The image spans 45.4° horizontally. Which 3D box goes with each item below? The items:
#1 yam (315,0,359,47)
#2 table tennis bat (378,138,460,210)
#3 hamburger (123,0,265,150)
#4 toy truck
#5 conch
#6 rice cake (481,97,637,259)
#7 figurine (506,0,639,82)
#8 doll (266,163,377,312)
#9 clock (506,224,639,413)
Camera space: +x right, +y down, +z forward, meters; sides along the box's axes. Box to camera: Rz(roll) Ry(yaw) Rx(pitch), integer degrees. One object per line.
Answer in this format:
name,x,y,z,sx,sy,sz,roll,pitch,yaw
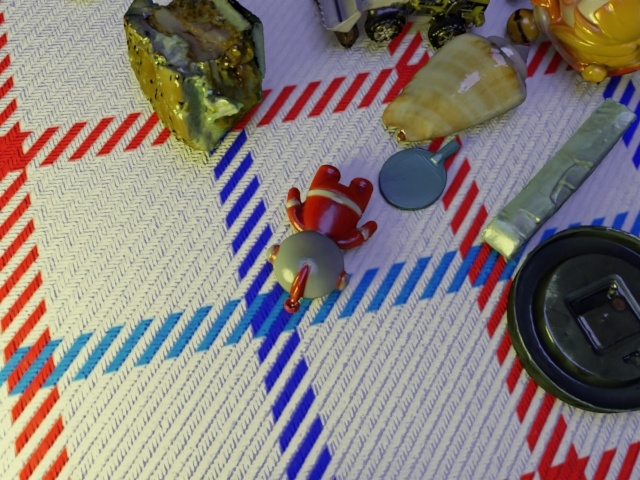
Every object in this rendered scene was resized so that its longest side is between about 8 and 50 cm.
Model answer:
yam,-0.001,-0.439,1.297,0.046,0.046,0.264,-22,72,-14
table tennis bat,0.159,-0.108,1.195,0.155,0.019,0.100,-40,77,-17
hamburger,-0.182,-0.257,1.140,0.167,0.192,0.288,-22,46,-20
toy truck,0.138,-0.398,1.244,0.286,0.111,0.136,-3,66,-21
conch,0.225,-0.247,1.199,0.255,0.127,0.158,-35,76,-17
rice cake,0.371,-0.097,1.190,0.066,0.063,0.336,38,70,20
figurine,0.467,-0.406,1.254,0.320,0.196,0.323,-33,59,27
doll,0.000,0.000,1.105,0.142,0.076,0.245,20,64,3
clock,0.407,0.114,1.110,0.280,0.055,0.281,2,68,-6
